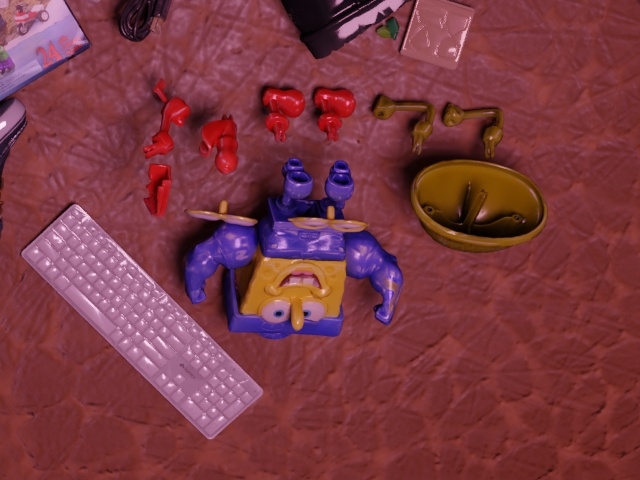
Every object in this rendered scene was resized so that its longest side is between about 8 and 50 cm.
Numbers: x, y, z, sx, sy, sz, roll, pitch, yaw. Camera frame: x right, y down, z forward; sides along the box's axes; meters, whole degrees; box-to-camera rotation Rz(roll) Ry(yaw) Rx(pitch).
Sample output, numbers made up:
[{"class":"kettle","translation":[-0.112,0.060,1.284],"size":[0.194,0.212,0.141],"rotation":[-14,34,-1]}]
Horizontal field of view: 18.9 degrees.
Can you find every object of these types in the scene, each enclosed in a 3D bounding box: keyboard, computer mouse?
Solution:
[{"class":"keyboard","translation":[-0.165,0.078,1.789],"size":[0.072,0.014,0.256],"rotation":[-43,104,2]},{"class":"computer mouse","translation":[-0.210,-0.246,1.668],"size":[0.193,0.042,0.106],"rotation":[18,89,-35]}]

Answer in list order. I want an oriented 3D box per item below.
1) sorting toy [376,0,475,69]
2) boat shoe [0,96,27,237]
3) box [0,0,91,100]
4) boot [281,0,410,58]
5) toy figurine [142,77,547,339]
[{"class":"sorting toy","translation":[0.095,-0.197,1.773],"size":[0.083,0.012,0.062],"rotation":[15,104,-15]},{"class":"boat shoe","translation":[-0.304,-0.042,1.716],"size":[0.083,0.065,0.183],"rotation":[39,106,-18]},{"class":"box","translation":[-0.342,-0.181,1.691],"size":[0.233,0.044,0.159],"rotation":[-31,105,-2]},{"class":"boot","translation":[0.033,-0.308,1.697],"size":[0.246,0.094,0.207],"rotation":[-34,106,1]},{"class":"toy figurine","translation":[0.000,0.000,1.763],"size":[0.362,0.191,0.217],"rotation":[2,132,-17]}]
